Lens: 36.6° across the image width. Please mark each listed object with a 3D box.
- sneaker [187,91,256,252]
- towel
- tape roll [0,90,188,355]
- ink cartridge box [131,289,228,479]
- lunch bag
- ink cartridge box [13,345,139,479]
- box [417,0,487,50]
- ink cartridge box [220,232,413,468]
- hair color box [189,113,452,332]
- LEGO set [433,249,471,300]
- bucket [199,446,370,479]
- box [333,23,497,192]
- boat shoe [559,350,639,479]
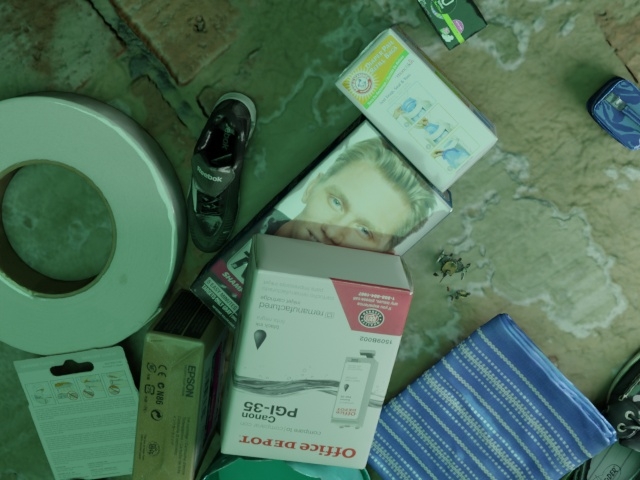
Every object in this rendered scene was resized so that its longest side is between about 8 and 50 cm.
[{"bbox_3d":[-0.149,-0.088,1.346,0.078,0.106,0.234,15,106,3],"label":"sneaker"},{"bbox_3d":[0.226,0.287,1.399,0.243,0.040,0.336,47,115,3],"label":"towel"},{"bbox_3d":[-0.386,-0.021,1.411,0.392,0.072,0.392,2,105,6],"label":"tape roll"},{"bbox_3d":[-0.197,0.213,1.388,0.088,0.193,0.235,9,106,4],"label":"ink cartridge box"},{"bbox_3d":[0.407,-0.165,1.280,0.098,0.065,0.067,41,106,-5],"label":"lunch bag"},{"bbox_3d":[-0.348,0.260,1.480,0.181,0.056,0.225,-9,110,10],"label":"ink cartridge box"},{"bbox_3d":[0.173,-0.303,1.277,0.062,0.052,0.083,-33,98,14],"label":"box"},{"bbox_3d":[-0.011,0.151,1.283,0.207,0.117,0.283,8,114,-8],"label":"ink cartridge box"},{"bbox_3d":[0.000,0.000,1.353,0.174,0.105,0.347,45,105,-7],"label":"hair color box"},{"bbox_3d":[0.189,0.046,1.390,0.054,0.023,0.083,1,118,9],"label":"LEGO set"},{"bbox_3d":[-0.059,0.397,1.419,0.281,0.183,0.281,3,110,10],"label":"bucket"},{"bbox_3d":[0.128,-0.179,1.283,0.203,0.114,0.103,45,107,-6],"label":"box"},{"bbox_3d":[0.443,0.295,1.376,0.127,0.113,0.340,33,106,-1],"label":"boat shoe"}]
